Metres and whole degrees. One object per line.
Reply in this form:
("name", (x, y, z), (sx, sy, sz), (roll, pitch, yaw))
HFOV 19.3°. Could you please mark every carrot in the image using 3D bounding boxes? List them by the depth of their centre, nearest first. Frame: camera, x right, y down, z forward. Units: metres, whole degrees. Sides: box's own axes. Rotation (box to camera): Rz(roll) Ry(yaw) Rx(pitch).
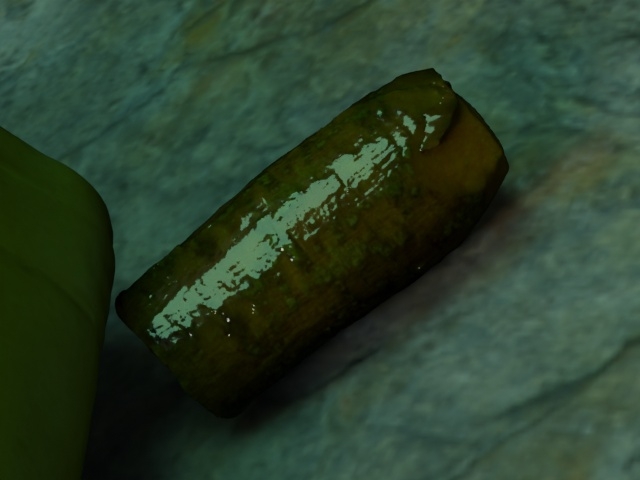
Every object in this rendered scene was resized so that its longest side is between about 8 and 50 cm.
("carrot", (0.000, 0.000, 0.805), (0.173, 0.082, 0.082), (-37, 40, -1))

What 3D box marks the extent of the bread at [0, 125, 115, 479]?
("bread", (-0.215, 0.100, 0.718), (0.251, 0.208, 0.377), (-29, 34, 26))
